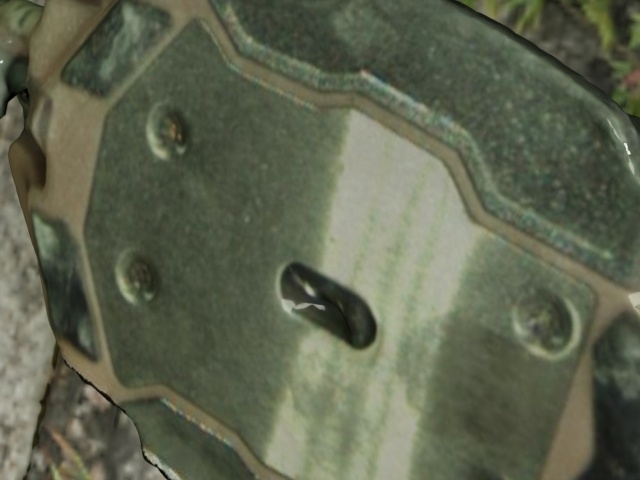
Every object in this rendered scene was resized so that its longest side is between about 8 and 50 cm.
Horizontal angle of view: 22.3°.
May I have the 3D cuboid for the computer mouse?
[{"bbox_3d":[0.005,0.000,0.545,0.389,0.115,0.199,31,112,34],"label":"computer mouse"}]
